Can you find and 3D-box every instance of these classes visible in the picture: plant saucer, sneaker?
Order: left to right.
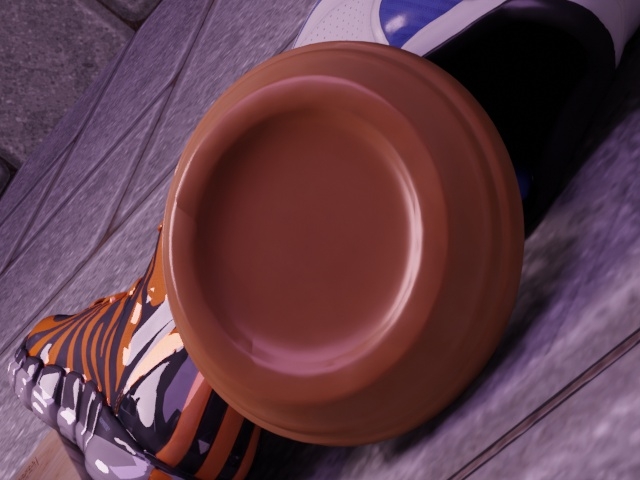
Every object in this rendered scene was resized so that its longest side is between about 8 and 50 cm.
[{"bbox_3d":[-0.089,0.051,0.908,0.321,0.124,0.180,20,86,62],"label":"sneaker"},{"bbox_3d":[0.000,0.000,0.709,0.200,0.200,0.037,-47,-23,19],"label":"plant saucer"},{"bbox_3d":[0.057,-0.080,0.811,0.315,0.127,0.182,-32,23,48],"label":"sneaker"}]

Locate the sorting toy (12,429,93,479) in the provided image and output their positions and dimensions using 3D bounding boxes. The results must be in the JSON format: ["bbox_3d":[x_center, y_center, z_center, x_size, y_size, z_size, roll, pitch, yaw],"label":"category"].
[{"bbox_3d":[-0.178,0.256,0.811,0.257,0.089,0.255,-53,15,-6],"label":"sorting toy"}]
